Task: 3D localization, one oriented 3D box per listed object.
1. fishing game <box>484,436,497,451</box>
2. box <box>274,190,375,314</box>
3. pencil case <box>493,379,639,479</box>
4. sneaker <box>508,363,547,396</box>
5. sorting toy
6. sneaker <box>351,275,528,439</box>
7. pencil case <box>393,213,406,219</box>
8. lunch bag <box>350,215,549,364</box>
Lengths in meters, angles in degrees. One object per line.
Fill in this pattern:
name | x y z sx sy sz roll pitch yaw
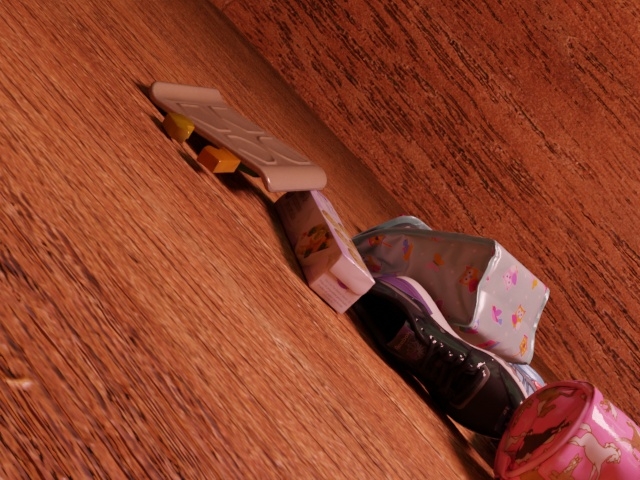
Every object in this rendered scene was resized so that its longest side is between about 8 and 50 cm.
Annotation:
fishing game | 0.326 0.360 1.706 0.264 0.041 0.189 48 5 17
box | 0.000 0.000 1.701 0.067 0.063 0.324 44 7 -21
pencil case | 0.378 0.345 1.533 0.386 0.167 0.160 45 47 -17
sneaker | 0.279 0.233 2.010 0.262 0.104 0.125 58 42 -25
sorting toy | -0.133 -0.136 1.697 0.229 0.041 0.307 39 16 16
sneaker | 0.141 0.155 1.611 0.283 0.107 0.124 43 15 27
pencil case | 0.207 0.057 2.450 0.236 0.104 0.104 45 7 -4
lunch bag | 0.171 0.072 1.824 0.262 0.160 0.223 11 -15 37
